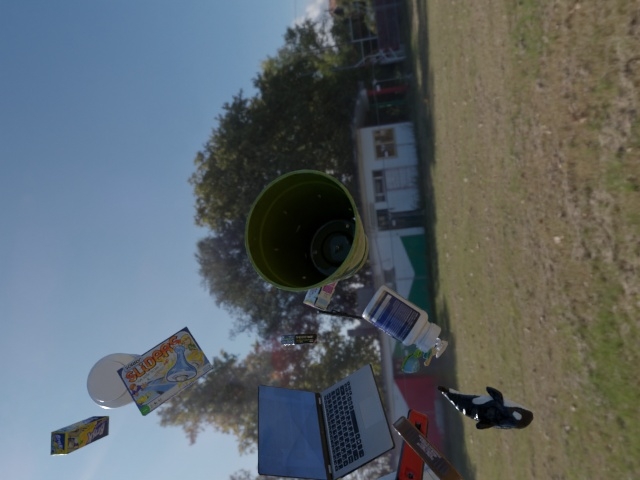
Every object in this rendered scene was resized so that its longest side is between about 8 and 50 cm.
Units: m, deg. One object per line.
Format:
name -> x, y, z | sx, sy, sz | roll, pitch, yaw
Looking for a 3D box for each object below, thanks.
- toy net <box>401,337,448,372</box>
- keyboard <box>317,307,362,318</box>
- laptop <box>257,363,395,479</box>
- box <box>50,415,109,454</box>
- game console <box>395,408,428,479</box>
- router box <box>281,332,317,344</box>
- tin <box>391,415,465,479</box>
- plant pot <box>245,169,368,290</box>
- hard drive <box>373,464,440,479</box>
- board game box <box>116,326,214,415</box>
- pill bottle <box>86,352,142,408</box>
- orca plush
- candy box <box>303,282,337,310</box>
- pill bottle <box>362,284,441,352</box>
toy net -> 0.374, 0.384, 1.524 | 0.232, 0.045, 0.122 | -16, -59, -42
keyboard -> 0.080, 0.309, 1.862 | 0.100, 0.192, 0.038 | 131, 150, -74
laptop -> 0.002, 0.636, 1.591 | 0.236, 0.408, 0.382 | 48, -166, -28
box -> -0.665, 0.538, 1.207 | 0.169, 0.054, 0.059 | 41, -134, -78
game console -> 0.187, 0.626, 1.018 | 0.386, 0.060, 0.341 | -24, -54, -71
router box -> -0.081, 0.371, 1.627 | 0.122, 0.092, 0.038 | -26, 63, 58
tin -> 0.218, 0.427, 0.855 | 0.190, 0.040, 0.106 | 39, 162, 43
plant pot -> 0.000, 0.000, 1.434 | 0.353, 0.367, 0.366 | 28, -124, -65
hard drive -> 0.258, 0.824, 1.363 | 0.233, 0.353, 0.047 | 54, -163, -19
board game box -> -0.404, 0.339, 1.138 | 0.136, 0.201, 0.035 | 52, 160, 13
pill bottle -> -0.701, 0.492, 1.533 | 0.323, 0.182, 0.181 | 121, 147, -72
orca plush -> 0.504, 0.538, 1.367 | 0.102, 0.287, 0.151 | -40, -40, -44
candy box -> 0.014, 0.197, 1.991 | 0.233, 0.071, 0.159 | -69, 17, -11
pill bottle -> 0.192, 0.188, 1.022 | 0.094, 0.169, 0.094 | -53, -13, -18
